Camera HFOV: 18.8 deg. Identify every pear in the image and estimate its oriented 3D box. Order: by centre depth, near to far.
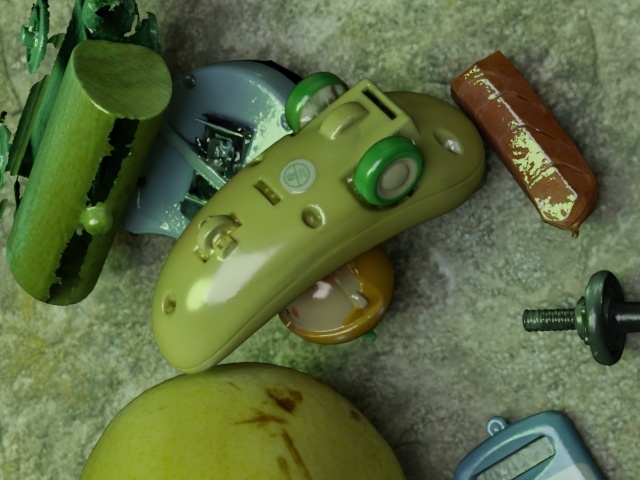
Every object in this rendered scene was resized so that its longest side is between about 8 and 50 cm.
[{"bbox_3d":[-0.066,0.257,1.620,0.309,0.309,0.309,2,94,23],"label":"pear"}]

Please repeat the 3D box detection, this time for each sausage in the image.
[{"bbox_3d":[0.179,-0.077,1.624,0.065,0.065,0.169,-40,78,21],"label":"sausage"}]

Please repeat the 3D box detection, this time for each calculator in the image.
[{"bbox_3d":[0.199,0.243,1.650,0.121,0.039,0.210,-33,80,20],"label":"calculator"}]

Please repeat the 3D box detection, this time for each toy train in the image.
[{"bbox_3d":[-0.223,-0.081,1.691,0.126,0.189,0.307,13,136,-15],"label":"toy train"}]

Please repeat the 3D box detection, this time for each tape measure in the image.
[{"bbox_3d":[-0.075,-0.071,1.714,0.182,0.107,0.181,15,106,25],"label":"tape measure"}]

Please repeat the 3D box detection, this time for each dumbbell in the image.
[{"bbox_3d":[0.287,0.061,1.577,0.254,0.081,0.081,-3,92,24],"label":"dumbbell"}]

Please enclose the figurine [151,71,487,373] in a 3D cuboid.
[{"bbox_3d":[0.000,0.000,1.608,0.324,0.222,0.124,-40,55,-7],"label":"figurine"}]
